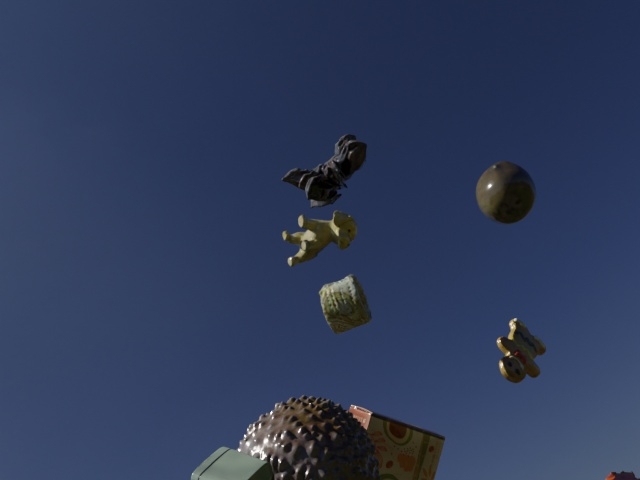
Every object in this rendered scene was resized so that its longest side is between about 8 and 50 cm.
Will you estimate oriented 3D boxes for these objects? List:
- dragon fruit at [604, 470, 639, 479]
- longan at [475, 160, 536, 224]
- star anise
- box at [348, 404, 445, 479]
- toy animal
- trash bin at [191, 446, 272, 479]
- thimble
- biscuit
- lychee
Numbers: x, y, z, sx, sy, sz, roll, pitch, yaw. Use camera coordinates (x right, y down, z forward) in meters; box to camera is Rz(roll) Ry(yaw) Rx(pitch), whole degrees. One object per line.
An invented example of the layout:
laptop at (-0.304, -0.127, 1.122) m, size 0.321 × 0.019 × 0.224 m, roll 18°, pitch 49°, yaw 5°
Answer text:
dragon fruit at (0.812, 0.793, 1.635) m, size 0.306 × 0.305 × 0.225 m, roll 10°, pitch -57°, yaw -38°
longan at (0.601, -0.152, 2.008) m, size 0.197 × 0.220 × 0.196 m, roll 0°, pitch -54°, yaw 0°
star anise at (0.026, -0.164, 1.514) m, size 0.212 × 0.129 × 0.283 m, roll -36°, pitch 5°, yaw 5°
box at (0.197, 0.762, 1.972) m, size 0.345 × 0.385 × 0.122 m, roll 27°, pitch -16°, yaw -31°
toy animal at (-0.004, -0.004, 1.842) m, size 0.169 × 0.121 × 0.233 m, roll 2°, pitch -24°, yaw -43°
trash bin at (-0.186, 0.497, 1.301) m, size 0.116 × 0.130 × 0.059 m, roll -33°, pitch -60°, yaw -50°
thimble at (0.087, 0.224, 2.190) m, size 0.144 × 0.190 × 0.137 m, roll -19°, pitch 9°, yaw 13°
biscuit at (0.601, 0.337, 1.854) m, size 0.240 × 0.158 × 0.035 m, roll -43°, pitch -9°, yaw -48°
lychee at (-0.030, 0.579, 1.521) m, size 0.381 × 0.432 × 0.380 m, roll 11°, pitch -52°, yaw 14°
